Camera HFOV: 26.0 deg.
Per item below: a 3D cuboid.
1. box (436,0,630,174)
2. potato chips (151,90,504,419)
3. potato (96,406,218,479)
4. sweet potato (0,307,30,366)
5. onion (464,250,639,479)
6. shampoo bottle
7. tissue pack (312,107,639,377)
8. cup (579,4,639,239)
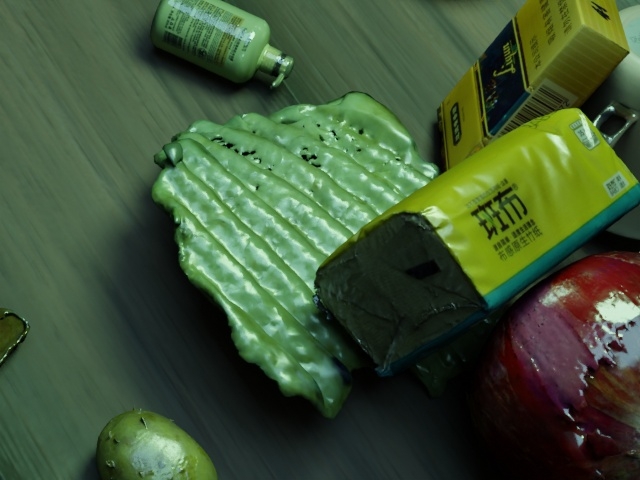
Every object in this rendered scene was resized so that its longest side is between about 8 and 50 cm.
[{"bbox_3d":[0.221,-0.168,1.479,0.070,0.237,0.152,29,34,-20],"label":"box"},{"bbox_3d":[-0.003,-0.007,1.426,0.373,0.097,0.389,-11,57,-38],"label":"potato chips"},{"bbox_3d":[-0.149,0.215,1.278,0.138,0.070,0.091,43,61,15],"label":"potato"},{"bbox_3d":[-0.371,0.160,1.267,0.112,0.085,0.286,52,43,-19],"label":"sweet potato"},{"bbox_3d":[0.271,0.137,1.305,0.276,0.276,0.276,6,58,-9],"label":"onion"},{"bbox_3d":[-0.106,-0.225,1.557,0.162,0.079,0.079,24,57,3],"label":"shampoo bottle"},{"bbox_3d":[0.149,-0.004,1.318,0.271,0.192,0.134,-32,85,-41],"label":"tissue pack"},{"bbox_3d":[0.345,-0.121,1.489,0.191,0.200,0.253,35,50,29],"label":"cup"}]
